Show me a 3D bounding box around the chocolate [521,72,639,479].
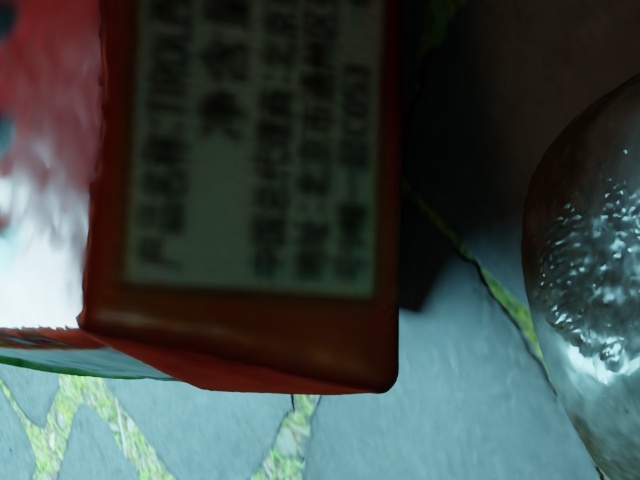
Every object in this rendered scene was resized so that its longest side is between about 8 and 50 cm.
[{"bbox_3d":[0.180,0.003,0.483,0.303,0.100,0.185,-24,78,51],"label":"chocolate"}]

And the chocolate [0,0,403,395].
[{"bbox_3d":[-0.113,-0.104,0.732,0.341,0.161,0.360,-4,83,54],"label":"chocolate"}]
